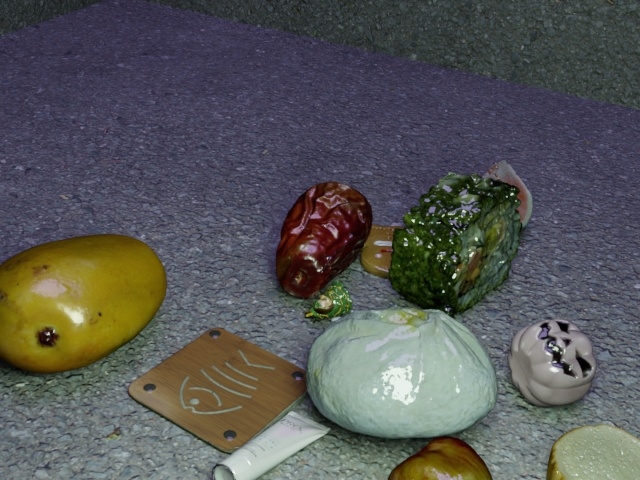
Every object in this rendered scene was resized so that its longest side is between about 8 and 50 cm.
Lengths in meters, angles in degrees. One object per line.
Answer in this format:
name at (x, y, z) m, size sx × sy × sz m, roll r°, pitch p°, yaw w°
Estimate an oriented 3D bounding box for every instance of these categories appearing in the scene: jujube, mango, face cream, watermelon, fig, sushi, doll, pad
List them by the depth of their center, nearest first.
fig at (0.232, 0.443, 1.408) m, size 0.170 × 0.145 × 0.274 m, roll -14°, pitch 46°, yaw -33°
face cream at (-0.089, 0.372, 1.547) m, size 0.092 × 0.058 × 0.244 m, roll 20°, pitch 27°, yaw 32°
pad at (-0.190, 0.287, 1.711) m, size 0.286 × 0.018 × 0.284 m, roll 22°, pitch 34°, yaw 28°
mango at (-0.485, 0.109, 1.763) m, size 0.300 × 0.232 × 0.446 m, roll 11°, pitch 21°, yaw 18°
doll at (0.021, 0.155, 1.940) m, size 0.113 × 0.076 × 0.078 m, roll -45°, pitch 10°, yaw -30°
sushi at (0.326, -0.003, 2.027) m, size 0.178 × 0.294 × 0.352 m, roll 23°, pitch 37°, yaw 34°
jujube at (0.000, 0.000, 2.068) m, size 0.216 × 0.216 × 0.342 m, roll 13°, pitch 39°, yaw 12°
watermelon at (0.438, -0.100, 2.319) m, size 0.224 × 0.180 × 0.305 m, roll 10°, pitch 24°, yaw 28°

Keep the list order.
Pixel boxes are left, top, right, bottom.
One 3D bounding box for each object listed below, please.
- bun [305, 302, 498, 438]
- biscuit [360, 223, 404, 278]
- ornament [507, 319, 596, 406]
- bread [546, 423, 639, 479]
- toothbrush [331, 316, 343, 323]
bun at (0.152, 0.234, 1.617) m, size 0.362 × 0.211 × 0.362 m, roll 5°, pitch 7°, yaw -1°
biscuit at (0.172, 0.025, 2.205) m, size 0.184 × 0.035 × 0.249 m, roll 6°, pitch 31°, yaw 0°
ornament at (0.470, 0.245, 1.744) m, size 0.177 × 0.177 × 0.177 m, roll 4°, pitch 30°, yaw -3°
bread at (0.517, 0.427, 1.539) m, size 0.236 × 0.070 × 0.236 m, roll 4°, pitch 29°, yaw -2°
toothbrush at (0.101, 0.173, 1.953) m, size 0.162 × 0.017 × 0.014 m, roll -5°, pitch 39°, yaw -17°
